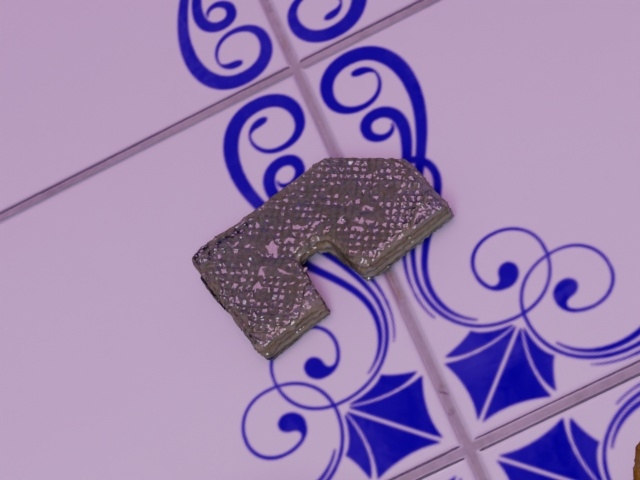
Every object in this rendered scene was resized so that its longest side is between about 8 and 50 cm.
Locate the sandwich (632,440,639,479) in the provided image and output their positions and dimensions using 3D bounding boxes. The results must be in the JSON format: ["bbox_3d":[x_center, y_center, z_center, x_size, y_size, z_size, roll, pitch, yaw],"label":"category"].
[{"bbox_3d":[0.365,0.288,1.247,0.251,0.087,0.226,7,67,23],"label":"sandwich"}]

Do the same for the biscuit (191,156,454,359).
[{"bbox_3d":[0.000,0.000,1.555,0.250,0.046,0.147,-36,57,-1],"label":"biscuit"}]
